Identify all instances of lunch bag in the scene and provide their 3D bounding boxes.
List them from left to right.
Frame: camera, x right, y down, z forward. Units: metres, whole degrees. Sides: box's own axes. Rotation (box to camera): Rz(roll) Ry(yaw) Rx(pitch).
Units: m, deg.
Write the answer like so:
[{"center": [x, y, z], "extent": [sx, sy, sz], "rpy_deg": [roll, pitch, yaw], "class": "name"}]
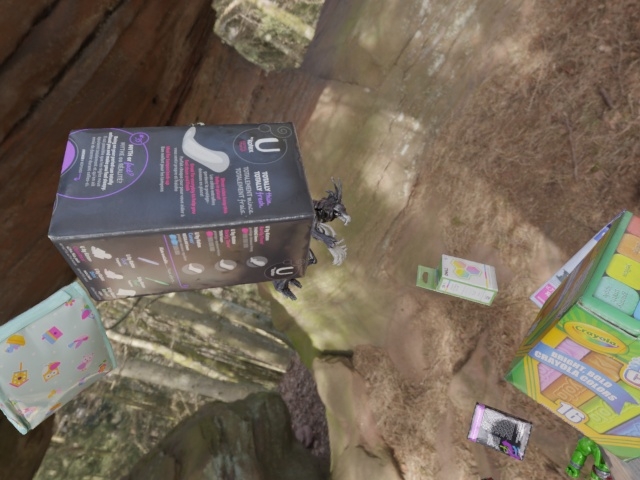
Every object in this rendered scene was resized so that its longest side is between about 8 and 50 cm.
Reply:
[{"center": [-0.559, 0.221, 0.849], "extent": [0.223, 0.160, 0.262], "rpy_deg": [-40, -25, -41], "class": "lunch bag"}]

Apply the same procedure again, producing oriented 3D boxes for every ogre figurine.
[{"center": [0.716, 0.567, 1.053], "extent": [0.197, 0.097, 0.118], "rpy_deg": [172, 99, -80], "class": "ogre figurine"}]

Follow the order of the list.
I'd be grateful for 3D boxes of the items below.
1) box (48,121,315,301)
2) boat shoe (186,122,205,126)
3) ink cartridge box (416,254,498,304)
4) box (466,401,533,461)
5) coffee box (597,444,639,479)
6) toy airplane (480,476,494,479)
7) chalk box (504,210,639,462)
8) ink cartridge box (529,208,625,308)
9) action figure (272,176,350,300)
[{"center": [-0.157, -0.039, 0.534], "extent": [0.143, 0.271, 0.165], "rpy_deg": [101, 161, -55], "class": "box"}, {"center": [-0.306, -0.154, 0.944], "extent": [0.081, 0.069, 0.227], "rpy_deg": [24, 105, 50], "class": "boat shoe"}, {"center": [0.387, 0.103, 1.208], "extent": [0.109, 0.209, 0.062], "rpy_deg": [-65, -13, -54], "class": "ink cartridge box"}, {"center": [0.534, 0.569, 1.266], "extent": [0.162, 0.029, 0.116], "rpy_deg": [15, 95, 25], "class": "box"}, {"center": [0.710, 0.436, 0.664], "extent": [0.335, 0.338, 0.337], "rpy_deg": [-25, 5, 11], "class": "coffee box"}, {"center": [0.565, 0.792, 1.364], "extent": [0.151, 0.151, 0.028], "rpy_deg": [-20, 69, 58], "class": "toy airplane"}, {"center": [0.386, 0.104, 0.510], "extent": [0.180, 0.179, 0.289], "rpy_deg": [-42, -27, -30], "class": "chalk box"}, {"center": [0.706, 0.053, 1.128], "extent": [0.065, 0.186, 0.311], "rpy_deg": [45, 118, 25], "class": "ink cartridge box"}, {"center": [0.000, 0.000, 0.960], "extent": [0.275, 0.141, 0.164], "rpy_deg": [-57, -5, 16], "class": "action figure"}]
